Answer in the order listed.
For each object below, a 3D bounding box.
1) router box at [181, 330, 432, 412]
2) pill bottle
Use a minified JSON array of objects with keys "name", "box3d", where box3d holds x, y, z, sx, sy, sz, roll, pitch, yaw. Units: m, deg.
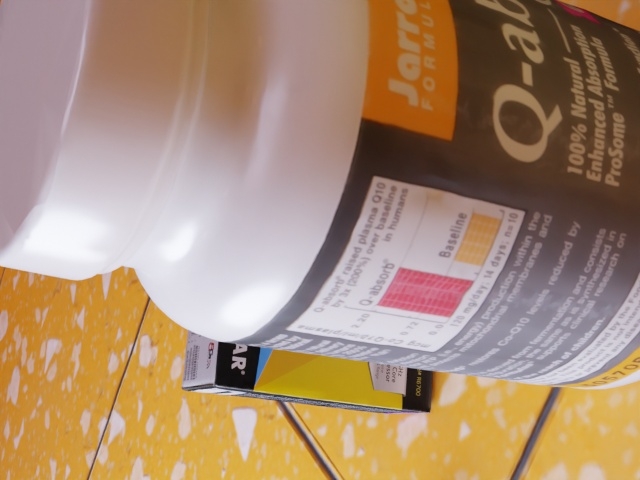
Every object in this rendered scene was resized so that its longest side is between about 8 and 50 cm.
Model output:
[{"name":"router box","box3d":[0.000,0.000,0.600,0.046,0.133,0.179,-18,65,58]},{"name":"pill bottle","box3d":[0.020,-0.033,0.430,0.162,0.278,0.162,-27,58,54]}]
